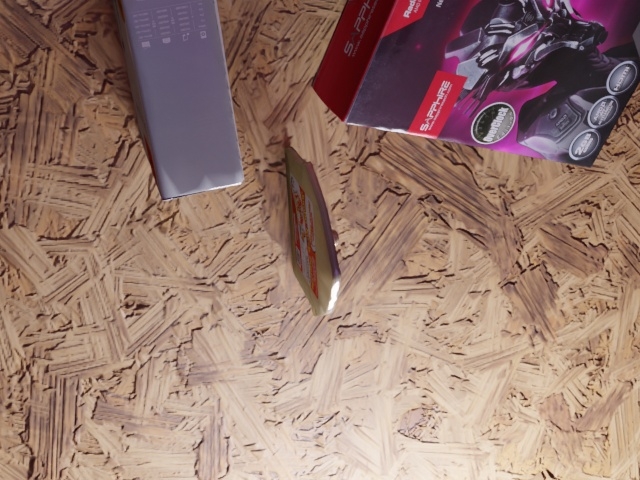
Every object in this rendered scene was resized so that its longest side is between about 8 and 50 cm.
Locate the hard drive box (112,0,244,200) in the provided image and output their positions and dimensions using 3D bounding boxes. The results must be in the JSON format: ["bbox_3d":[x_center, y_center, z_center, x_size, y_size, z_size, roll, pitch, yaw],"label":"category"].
[{"bbox_3d":[-0.153,-0.185,1.072,0.089,0.181,0.232,-13,116,-11],"label":"hard drive box"}]

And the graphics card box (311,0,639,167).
[{"bbox_3d":[0.202,-0.220,1.167,0.370,0.094,0.233,7,122,-31],"label":"graphics card box"}]

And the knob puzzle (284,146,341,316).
[{"bbox_3d":[0.000,0.000,1.196,0.030,0.213,0.213,-9,116,-13],"label":"knob puzzle"}]
